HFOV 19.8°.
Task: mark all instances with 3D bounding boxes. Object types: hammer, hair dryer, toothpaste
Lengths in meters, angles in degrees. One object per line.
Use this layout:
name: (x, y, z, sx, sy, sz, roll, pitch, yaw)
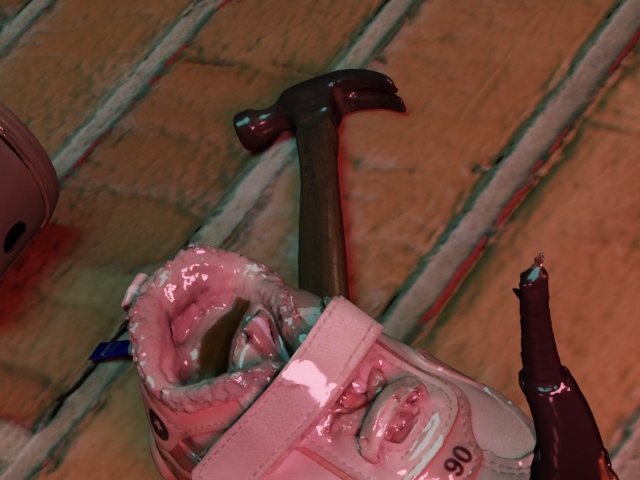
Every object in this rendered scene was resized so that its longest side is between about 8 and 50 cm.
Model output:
hammer: (0.000, 0.000, 1.573, 0.168, 0.044, 0.440, -21, 38, 16)
hair dryer: (0.173, 0.154, 1.014, 0.303, 0.359, 0.120, 14, 48, 34)
toothpaste: (-0.169, 0.095, 1.605, 0.083, 0.015, 0.024, -7, 35, 36)

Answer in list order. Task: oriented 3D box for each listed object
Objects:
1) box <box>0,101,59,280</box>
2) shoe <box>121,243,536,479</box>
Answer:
box: (-0.380, -0.047, 1.737, 0.226, 0.226, 0.149, 6, 51, 40)
shoe: (0.008, 0.131, 1.258, 0.351, 0.198, 0.172, 13, 58, 27)
